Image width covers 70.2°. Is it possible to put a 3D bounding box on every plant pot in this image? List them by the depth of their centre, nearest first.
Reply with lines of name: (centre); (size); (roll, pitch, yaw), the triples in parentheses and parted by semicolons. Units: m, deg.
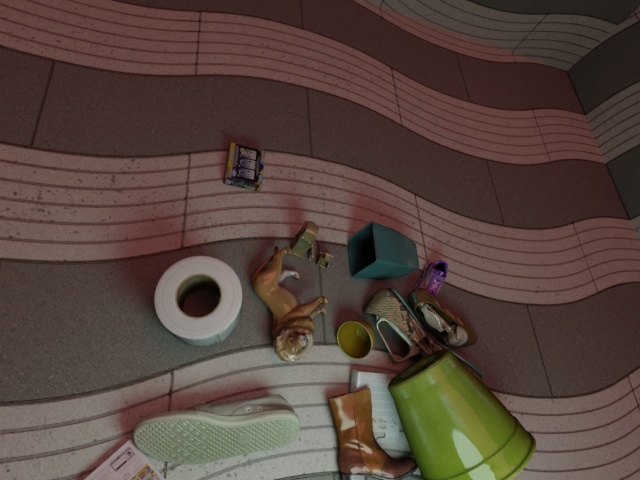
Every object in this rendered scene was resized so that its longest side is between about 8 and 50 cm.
plant pot: (0.401, 0.548, 1.431); (0.367, 0.366, 0.352); (-25, 77, -33)
plant pot: (0.139, 0.332, 1.587); (0.134, 0.134, 0.095); (56, 32, 11)
plant pot: (0.253, 0.055, 1.761); (0.234, 0.165, 0.165); (12, 59, -28)

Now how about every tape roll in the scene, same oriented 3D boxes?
tape roll: (-0.357, 0.184, 1.364); (0.246, 0.169, 0.246); (3, 69, -8)

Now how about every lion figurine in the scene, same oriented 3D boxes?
lion figurine: (-0.128, 0.206, 1.533); (0.240, 0.142, 0.392); (-29, 64, -26)

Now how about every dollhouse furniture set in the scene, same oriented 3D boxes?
dollhouse furniture set: (0.000, 0.000, 1.653); (0.161, 0.182, 0.101); (25, 56, -11)

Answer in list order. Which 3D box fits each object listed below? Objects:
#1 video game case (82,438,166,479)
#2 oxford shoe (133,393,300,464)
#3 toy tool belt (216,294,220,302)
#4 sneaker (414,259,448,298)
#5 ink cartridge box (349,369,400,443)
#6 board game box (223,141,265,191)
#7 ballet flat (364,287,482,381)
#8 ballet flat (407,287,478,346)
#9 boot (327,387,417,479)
video game case: (-0.514, 0.666, 1.155); (0.206, 0.026, 0.227); (47, 54, 5)
oxford shoe: (-0.285, 0.520, 1.287); (0.450, 0.169, 0.130); (0, 22, -16)
toy tool belt: (-0.313, 0.170, 1.505); (0.051, 0.052, 0.083); (34, 51, -44)
sneaker: (0.450, 0.167, 1.822); (0.095, 0.104, 0.236); (33, 56, -7)
ink cartridge box: (0.185, 0.558, 1.535); (0.181, 0.056, 0.224); (12, 78, -19)
board game box: (-0.291, -0.283, 1.752); (0.141, 0.048, 0.170); (11, 60, -17)
ballet flat: (0.347, 0.386, 1.647); (0.483, 0.164, 0.182); (44, 76, 9)
ballet flat: (0.464, 0.315, 1.713); (0.342, 0.116, 0.124); (44, 23, -12)
boot: (0.166, 0.619, 1.456); (0.264, 0.096, 0.280); (-4, 69, -13)
